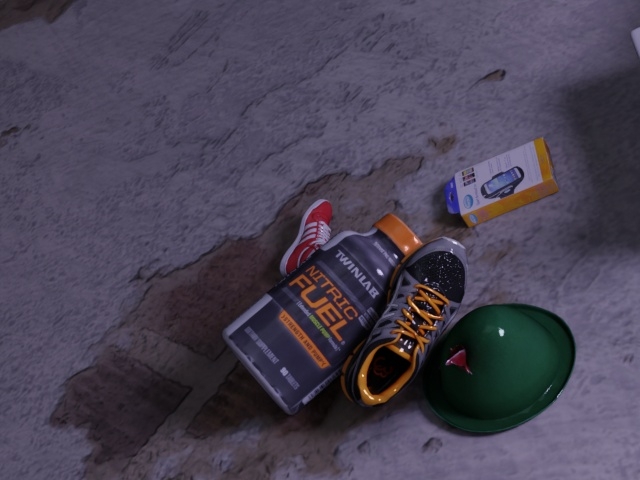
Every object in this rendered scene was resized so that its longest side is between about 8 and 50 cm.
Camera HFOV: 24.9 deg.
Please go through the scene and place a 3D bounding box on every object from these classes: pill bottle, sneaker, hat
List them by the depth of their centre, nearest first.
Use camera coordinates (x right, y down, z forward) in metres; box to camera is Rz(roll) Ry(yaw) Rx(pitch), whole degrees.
[{"bbox_3d":[0.161,0.085,1.512,0.173,0.183,0.208,-45,38,-13],"label":"hat"},{"bbox_3d":[0.099,0.096,1.585,0.215,0.084,0.083,-61,6,5],"label":"sneaker"},{"bbox_3d":[0.016,0.077,1.676,0.245,0.130,0.130,-41,38,-7],"label":"pill bottle"},{"bbox_3d":[0.000,0.000,1.842,0.067,0.042,0.118,4,60,45],"label":"sneaker"}]

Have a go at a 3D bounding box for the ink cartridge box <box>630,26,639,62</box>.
[{"bbox_3d":[0.479,-0.147,1.571,0.211,0.121,0.289,-22,39,15],"label":"ink cartridge box"}]

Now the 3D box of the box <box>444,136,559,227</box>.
[{"bbox_3d":[0.218,-0.068,1.764,0.136,0.028,0.081,-24,39,18],"label":"box"}]
